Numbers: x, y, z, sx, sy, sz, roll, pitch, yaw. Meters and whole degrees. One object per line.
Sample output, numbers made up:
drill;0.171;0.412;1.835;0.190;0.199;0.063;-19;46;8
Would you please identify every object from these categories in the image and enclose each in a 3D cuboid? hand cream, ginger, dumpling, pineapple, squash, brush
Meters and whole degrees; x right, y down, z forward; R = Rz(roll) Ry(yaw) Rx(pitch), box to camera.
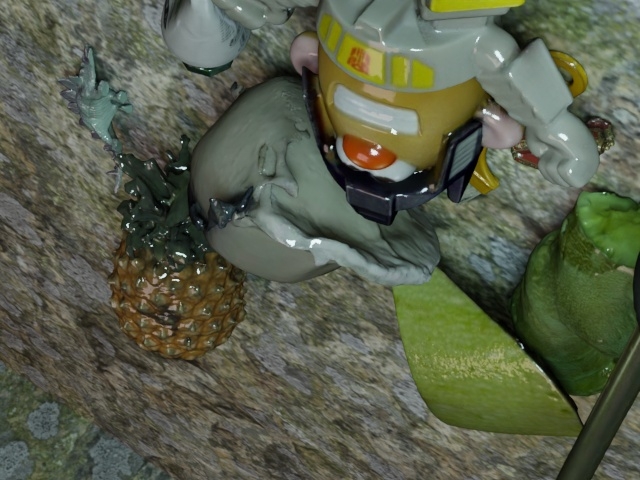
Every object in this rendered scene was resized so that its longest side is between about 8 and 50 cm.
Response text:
hand cream;-0.089;-0.228;1.063;0.076;0.121;0.336;5;157;-1
ginger;0.226;0.056;1.166;0.137;0.089;0.290;28;155;0
dumpling;-0.017;-0.029;1.188;0.204;0.163;0.293;52;-173;-27
pineapple;-0.161;-0.004;1.548;0.169;0.169;0.340;29;150;18
squash;0.167;0.104;1.310;0.155;0.204;0.237;-14;144;19
brush;0.132;-0.093;1.111;0.103;0.013;0.272;40;156;-8

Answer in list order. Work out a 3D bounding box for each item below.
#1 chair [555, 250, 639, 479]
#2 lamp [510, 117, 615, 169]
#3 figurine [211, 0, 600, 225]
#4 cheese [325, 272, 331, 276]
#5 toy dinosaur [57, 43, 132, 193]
chair;0.323;0.195;0.848;0.364;0.362;0.410;0;125;0
lamp;0.173;-0.073;1.046;0.063;0.031;0.083;22;160;-10
figurine;0.061;-0.131;0.972;0.308;0.143;0.308;48;161;22
cheese;0.002;0.000;1.438;0.084;0.041;0.060;39;155;38
toy dinosaur;-0.239;-0.133;1.528;0.082;0.039;0.209;28;145;29
